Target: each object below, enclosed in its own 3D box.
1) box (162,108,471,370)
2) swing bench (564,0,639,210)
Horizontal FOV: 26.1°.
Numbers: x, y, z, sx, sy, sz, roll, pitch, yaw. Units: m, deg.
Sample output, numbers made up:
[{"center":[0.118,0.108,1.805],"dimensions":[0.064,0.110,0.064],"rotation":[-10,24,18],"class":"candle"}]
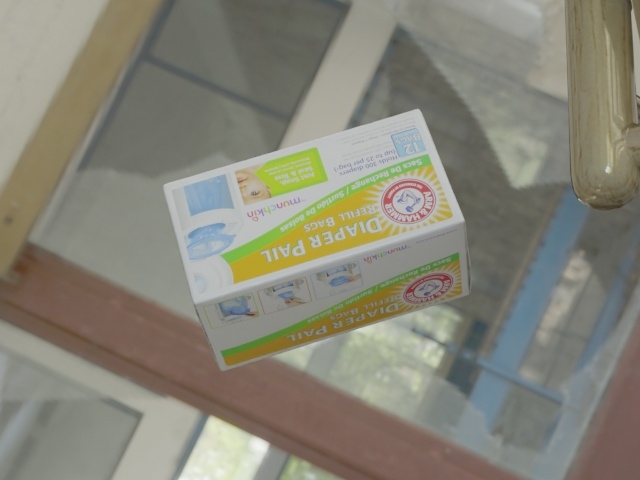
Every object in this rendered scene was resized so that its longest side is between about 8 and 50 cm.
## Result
[{"center":[0.000,0.000,1.026],"dimensions":[0.103,0.203,0.114],"rotation":[77,175,-56],"class":"box"},{"center":[0.200,-0.145,0.405],"dimensions":[0.165,0.253,0.255],"rotation":[11,-109,-64],"class":"swing bench"}]
